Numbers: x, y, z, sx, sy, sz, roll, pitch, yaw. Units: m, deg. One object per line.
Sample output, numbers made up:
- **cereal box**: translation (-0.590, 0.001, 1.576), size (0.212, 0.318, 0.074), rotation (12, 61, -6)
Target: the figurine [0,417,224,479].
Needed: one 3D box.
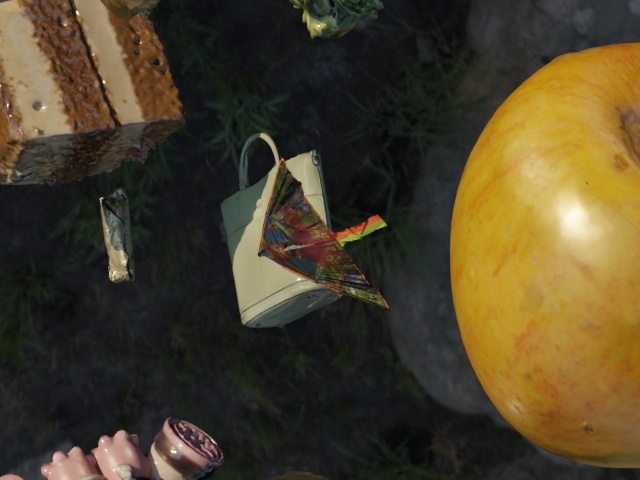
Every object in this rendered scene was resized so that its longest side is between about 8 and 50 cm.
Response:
- **figurine**: translation (-0.144, 0.330, 1.008), size (0.253, 0.361, 0.211), rotation (-29, 123, -22)

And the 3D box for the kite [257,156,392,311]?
- **kite**: translation (0.000, 0.000, 0.961), size (0.159, 0.010, 0.190), rotation (-9, 127, 41)

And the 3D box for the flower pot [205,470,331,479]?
- **flower pot**: translation (-0.077, 0.437, 1.324), size (0.379, 0.379, 0.251), rotation (-2, 90, -11)

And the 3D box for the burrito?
- **burrito**: translation (-0.351, -0.008, 1.836), size (0.051, 0.171, 0.042), rotation (-15, 169, 22)

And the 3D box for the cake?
- **cake**: translation (-0.397, -0.235, 1.649), size (0.290, 0.282, 0.255), rotation (-18, 172, -29)

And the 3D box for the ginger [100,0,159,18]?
- **ginger**: translation (-0.207, -0.337, 1.266), size (0.081, 0.333, 0.148), rotation (-20, 115, -48)

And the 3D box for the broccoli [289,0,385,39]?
- **broccoli**: translation (-0.012, -0.405, 1.373), size (0.248, 0.245, 0.288), rotation (-13, 102, 39)

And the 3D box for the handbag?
- **handbag**: translation (-0.068, -0.027, 1.738), size (0.109, 0.315, 0.241), rotation (12, 150, -43)

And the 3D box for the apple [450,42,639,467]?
- **apple**: translation (0.235, 0.020, 0.792), size (0.299, 0.299, 0.275), rotation (-7, 146, -8)
